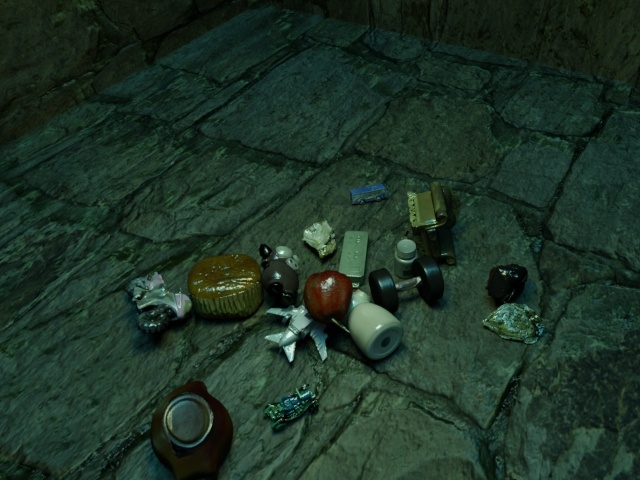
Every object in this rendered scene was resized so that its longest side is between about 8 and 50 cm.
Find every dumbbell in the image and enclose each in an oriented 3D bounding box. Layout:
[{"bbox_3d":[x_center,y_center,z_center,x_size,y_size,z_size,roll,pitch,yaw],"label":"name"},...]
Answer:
[{"bbox_3d":[0.282,0.147,1.757,0.218,0.152,0.152,-15,46,-9],"label":"dumbbell"}]

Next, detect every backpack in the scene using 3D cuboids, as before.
[{"bbox_3d":[0.617,0.133,1.752,0.106,0.120,0.165,26,19,31],"label":"backpack"}]

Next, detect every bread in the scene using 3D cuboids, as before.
[{"bbox_3d":[-0.324,0.157,1.818,0.253,0.142,0.227,-7,37,1],"label":"bread"}]

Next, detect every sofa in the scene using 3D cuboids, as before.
[{"bbox_3d":[0.421,-0.053,1.875,0.182,0.258,0.200,-10,42,15],"label":"sofa"}]

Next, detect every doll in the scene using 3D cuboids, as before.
[{"bbox_3d":[-0.139,0.111,1.804,0.117,0.182,0.257,-32,27,19],"label":"doll"}]

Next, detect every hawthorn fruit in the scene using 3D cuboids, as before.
[{"bbox_3d":[0.025,0.196,1.629,0.163,0.162,0.203,-5,65,1],"label":"hawthorn fruit"}]

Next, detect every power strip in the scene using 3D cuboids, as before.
[{"bbox_3d":[0.119,0.078,1.914,0.093,0.053,0.288,3,44,8],"label":"power strip"}]

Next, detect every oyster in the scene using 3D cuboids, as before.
[{"bbox_3d":[0.005,-0.006,2.006,0.133,0.072,0.209,-31,30,-16],"label":"oyster"},{"bbox_3d":[0.616,0.261,1.681,0.177,0.064,0.125,26,66,16],"label":"oyster"}]

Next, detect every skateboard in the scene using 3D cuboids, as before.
[{"bbox_3d":[0.336,0.003,1.968,0.032,0.064,0.083,-13,56,-18],"label":"skateboard"}]

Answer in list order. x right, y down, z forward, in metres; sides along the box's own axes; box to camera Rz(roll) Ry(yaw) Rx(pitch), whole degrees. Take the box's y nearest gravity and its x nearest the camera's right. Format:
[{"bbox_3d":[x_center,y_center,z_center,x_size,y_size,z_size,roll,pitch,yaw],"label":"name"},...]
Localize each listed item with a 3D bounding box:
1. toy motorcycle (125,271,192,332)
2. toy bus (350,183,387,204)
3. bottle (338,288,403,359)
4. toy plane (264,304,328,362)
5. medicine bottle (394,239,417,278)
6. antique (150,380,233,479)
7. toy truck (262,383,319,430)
[{"bbox_3d":[-0.550,0.203,1.805,0.188,0.143,0.327,-15,30,-21],"label":"toy motorcycle"},{"bbox_3d":[0.197,-0.189,2.168,0.153,0.061,0.051,-12,40,-4],"label":"toy bus"},{"bbox_3d":[0.140,0.252,1.680,0.148,0.147,0.236,-26,41,-19],"label":"bottle"},{"bbox_3d":[-0.049,0.268,1.705,0.251,0.101,0.255,38,58,21],"label":"toy plane"},{"bbox_3d":[0.299,0.064,1.854,0.080,0.130,0.080,-3,46,3],"label":"medicine bottle"},{"bbox_3d":[-0.354,0.523,1.460,0.224,0.129,0.278,-8,47,-5],"label":"antique"},{"bbox_3d":[-0.085,0.472,1.521,0.154,0.078,0.080,-24,46,-17],"label":"toy truck"}]
